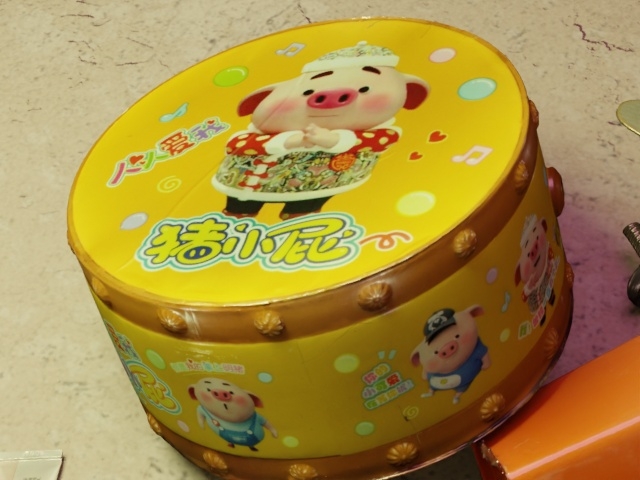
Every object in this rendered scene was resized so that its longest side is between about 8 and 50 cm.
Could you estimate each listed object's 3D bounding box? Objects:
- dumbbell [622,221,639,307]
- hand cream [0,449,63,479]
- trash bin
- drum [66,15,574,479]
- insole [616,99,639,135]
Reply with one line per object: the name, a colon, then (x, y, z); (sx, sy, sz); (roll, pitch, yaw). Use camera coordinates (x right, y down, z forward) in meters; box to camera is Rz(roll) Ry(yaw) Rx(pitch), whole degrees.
dumbbell: (0.352, 0.077, 1.500); (0.082, 0.081, 0.254); (-16, 51, -13)
hand cream: (-0.267, 0.268, 1.371); (0.052, 0.038, 0.216); (19, 43, -16)
trash bin: (0.260, 0.182, 1.342); (0.239, 0.161, 0.184); (-23, 21, -8)
drum: (0.000, 0.000, 1.401); (0.431, 0.214, 0.431); (-11, 37, 8)
insole: (0.406, -0.112, 1.704); (0.188, 0.004, 0.064); (19, 54, 15)
